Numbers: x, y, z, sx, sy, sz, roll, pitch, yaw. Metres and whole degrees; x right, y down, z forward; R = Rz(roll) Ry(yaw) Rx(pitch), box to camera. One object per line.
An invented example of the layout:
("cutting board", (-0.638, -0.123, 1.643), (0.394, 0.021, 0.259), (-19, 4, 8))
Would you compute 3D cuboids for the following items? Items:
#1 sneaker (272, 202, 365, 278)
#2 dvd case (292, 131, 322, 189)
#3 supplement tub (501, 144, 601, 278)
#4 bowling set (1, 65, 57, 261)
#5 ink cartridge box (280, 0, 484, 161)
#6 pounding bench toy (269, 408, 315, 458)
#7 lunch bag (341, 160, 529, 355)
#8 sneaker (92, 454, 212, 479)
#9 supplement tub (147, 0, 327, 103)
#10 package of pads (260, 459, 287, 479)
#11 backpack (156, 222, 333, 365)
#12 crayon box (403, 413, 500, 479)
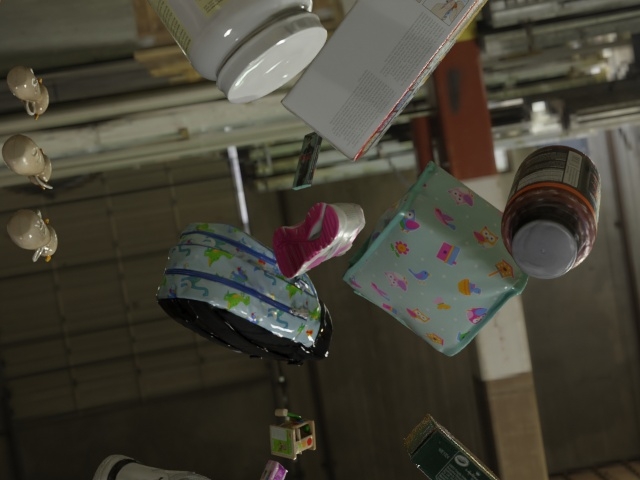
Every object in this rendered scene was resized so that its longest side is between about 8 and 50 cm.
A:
("sneaker", (0.000, 0.000, 2.039), (0.111, 0.103, 0.252), (-9, 168, -36))
("dvd case", (-0.026, -0.167, 2.228), (0.013, 0.119, 0.087), (18, 171, -20))
("supplement tub", (0.261, -0.029, 1.216), (0.106, 0.106, 0.198), (-8, -158, 21))
("bowling set", (-0.497, -0.113, 1.591), (0.199, 0.287, 0.154), (-1, 171, 0))
("ink cartridge box", (0.111, -0.281, 1.480), (0.309, 0.130, 0.272), (-52, 178, 16))
("pounding bench toy", (-0.046, 0.318, 1.821), (0.052, 0.083, 0.065), (3, -169, 38))
("lunch bag", (0.172, 0.044, 1.634), (0.160, 0.223, 0.262), (-56, -179, -41))
("sneaker", (-0.261, 0.532, 1.975), (0.210, 0.366, 0.137), (4, -131, 26))
("supplement tub", (-0.160, -0.416, 1.789), (0.235, 0.325, 0.235), (-34, 171, -6))
("package of pads", (-0.110, 0.541, 2.413), (0.032, 0.083, 0.050), (2, 145, 37))
("backpack", (-0.174, 0.112, 2.220), (0.290, 0.273, 0.355), (7, 177, 43))
("crayon box", (0.255, 0.427, 2.015), (0.081, 0.202, 0.318), (-48, 177, -2))
